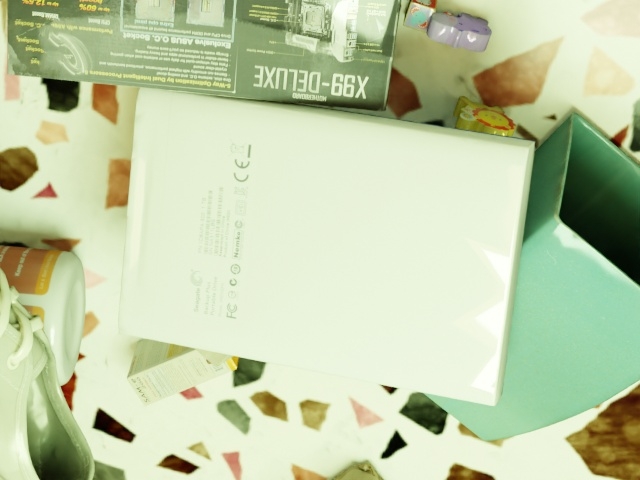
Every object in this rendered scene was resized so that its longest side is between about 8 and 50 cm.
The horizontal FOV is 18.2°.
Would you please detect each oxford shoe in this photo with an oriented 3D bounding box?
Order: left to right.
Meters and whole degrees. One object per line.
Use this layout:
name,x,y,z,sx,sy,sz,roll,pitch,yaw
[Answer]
oxford shoe,-0.300,0.058,1.609,0.130,0.169,0.449,-12,123,15

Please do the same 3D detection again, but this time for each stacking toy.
stacking toy,0.074,-0.182,1.632,0.221,0.052,0.167,16,119,-2

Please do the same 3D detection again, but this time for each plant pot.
plant pot,0.185,0.051,1.690,0.166,0.165,0.234,39,123,-15

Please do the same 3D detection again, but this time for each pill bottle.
pill bottle,-0.324,0.060,1.773,0.216,0.121,0.121,6,119,4

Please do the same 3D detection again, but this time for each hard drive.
hard drive,0.000,0.000,1.594,0.319,0.040,0.210,10,104,15

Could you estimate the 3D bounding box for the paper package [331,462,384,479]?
paper package,0.013,0.426,1.910,0.325,0.168,0.309,-36,109,22

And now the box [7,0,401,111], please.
box,-0.084,-0.232,1.532,0.307,0.076,0.242,5,126,-1

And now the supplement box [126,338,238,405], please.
supplement box,-0.121,0.104,1.807,0.098,0.062,0.036,-22,115,18

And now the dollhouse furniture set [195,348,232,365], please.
dollhouse furniture set,-0.094,-0.018,1.697,0.129,0.129,0.183,-33,112,22
